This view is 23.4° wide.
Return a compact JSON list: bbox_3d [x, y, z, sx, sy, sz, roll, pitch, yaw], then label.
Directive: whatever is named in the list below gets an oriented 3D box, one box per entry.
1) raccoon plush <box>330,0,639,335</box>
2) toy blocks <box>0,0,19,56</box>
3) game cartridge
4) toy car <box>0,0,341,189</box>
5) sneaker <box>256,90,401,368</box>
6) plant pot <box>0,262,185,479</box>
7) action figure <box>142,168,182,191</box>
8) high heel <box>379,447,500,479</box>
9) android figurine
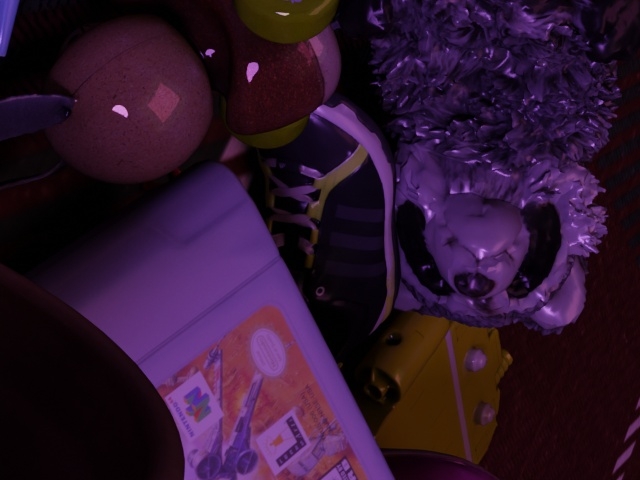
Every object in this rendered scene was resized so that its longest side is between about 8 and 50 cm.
[{"bbox_3d":[0.170,-0.134,1.144,0.446,0.216,0.299,-50,149,-40],"label":"raccoon plush"},{"bbox_3d":[-0.162,-0.159,0.685,0.123,0.054,0.148,-3,105,-60],"label":"toy blocks"},{"bbox_3d":[-0.063,0.132,0.825,0.198,0.062,0.297,-39,111,-34],"label":"game cartridge"},{"bbox_3d":[-0.098,-0.088,0.760,0.188,0.149,0.155,-35,167,-17],"label":"toy car"},{"bbox_3d":[0.000,0.000,1.002,0.097,0.084,0.235,-55,144,-32],"label":"sneaker"},{"bbox_3d":[-0.210,0.128,0.560,0.263,0.263,0.229,-6,124,-59],"label":"plant pot"},{"bbox_3d":[-0.069,-0.010,0.937,0.038,0.030,0.115,-69,152,-23],"label":"action figure"},{"bbox_3d":[0.010,0.210,1.002,0.377,0.127,0.181,33,57,-35],"label":"high heel"},{"bbox_3d":[0.082,0.154,1.239,0.273,0.056,0.248,-47,139,-39],"label":"android figurine"}]
